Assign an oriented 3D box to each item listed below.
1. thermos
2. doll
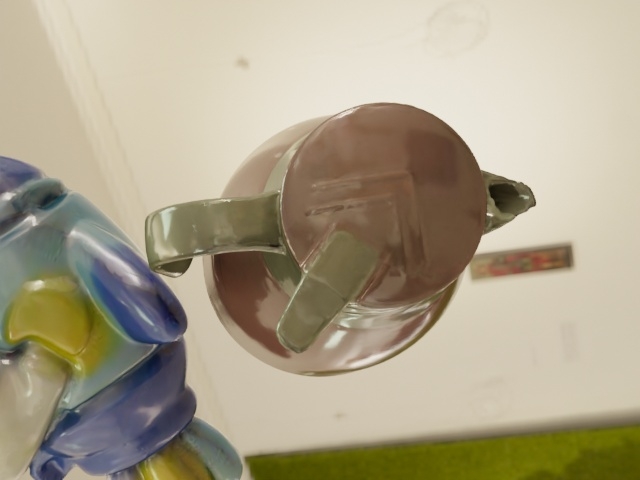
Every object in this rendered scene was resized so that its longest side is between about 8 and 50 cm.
[{"bbox_3d":[0.000,0.000,0.649,0.265,0.176,0.146,130,133,-82],"label":"thermos"},{"bbox_3d":[-0.234,0.080,0.879,0.187,0.365,0.376,-123,35,-55],"label":"doll"}]
